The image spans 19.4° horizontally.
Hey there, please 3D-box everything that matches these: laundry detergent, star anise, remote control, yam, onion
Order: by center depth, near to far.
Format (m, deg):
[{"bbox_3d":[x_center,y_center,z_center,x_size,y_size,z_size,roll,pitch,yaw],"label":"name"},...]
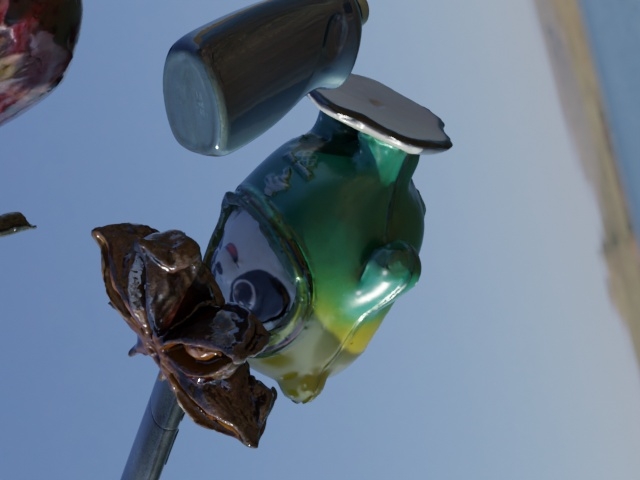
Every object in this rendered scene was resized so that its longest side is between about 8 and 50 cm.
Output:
[{"bbox_3d":[-0.031,-0.142,1.413,0.206,0.061,0.096,-36,-55,-41],"label":"laundry detergent"},{"bbox_3d":[-0.333,-0.218,1.698,0.252,0.252,0.219,67,-166,-44],"label":"onion"},{"bbox_3d":[-0.121,0.074,1.759,0.214,0.099,0.220,15,131,47],"label":"star anise"},{"bbox_3d":[-0.344,-0.009,1.831,0.033,0.129,0.027,34,132,53],"label":"yam"},{"bbox_3d":[-0.199,0.227,2.325,0.107,0.044,0.377,-114,42,-61],"label":"remote control"}]

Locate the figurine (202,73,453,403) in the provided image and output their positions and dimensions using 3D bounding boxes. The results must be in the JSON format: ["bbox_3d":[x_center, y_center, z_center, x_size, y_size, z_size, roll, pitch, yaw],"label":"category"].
[{"bbox_3d":[0.000,0.000,2.051,0.231,0.340,0.323,10,-156,-37],"label":"figurine"}]
